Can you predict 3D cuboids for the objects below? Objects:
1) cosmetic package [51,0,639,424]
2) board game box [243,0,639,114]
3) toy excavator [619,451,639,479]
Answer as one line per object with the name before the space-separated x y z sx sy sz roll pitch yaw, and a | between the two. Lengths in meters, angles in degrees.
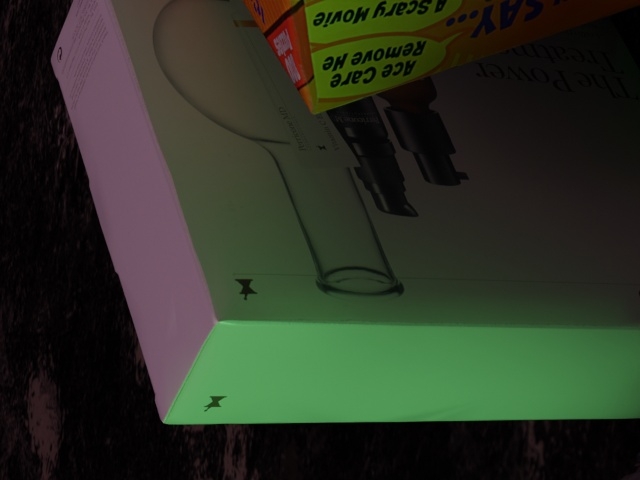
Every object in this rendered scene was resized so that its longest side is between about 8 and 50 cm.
cosmetic package | 0.055 -0.028 1.162 0.097 0.377 0.284 -59 40 42
board game box | 0.076 -0.355 1.052 0.356 0.356 0.356 82 164 -44
toy excavator | 0.311 -0.001 0.881 0.433 0.445 0.222 46 146 -8
